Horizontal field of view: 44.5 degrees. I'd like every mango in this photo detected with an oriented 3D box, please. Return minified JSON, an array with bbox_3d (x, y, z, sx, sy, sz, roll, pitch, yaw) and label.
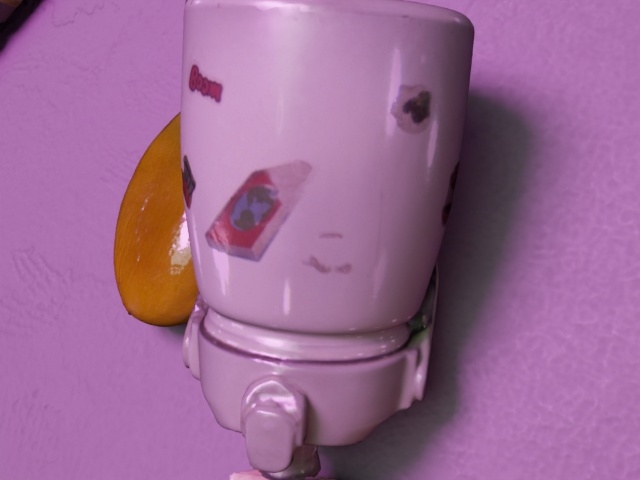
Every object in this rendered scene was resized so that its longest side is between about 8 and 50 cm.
[{"bbox_3d":[-0.126,-0.035,0.749,0.137,0.091,0.238,3,74,21],"label":"mango"}]

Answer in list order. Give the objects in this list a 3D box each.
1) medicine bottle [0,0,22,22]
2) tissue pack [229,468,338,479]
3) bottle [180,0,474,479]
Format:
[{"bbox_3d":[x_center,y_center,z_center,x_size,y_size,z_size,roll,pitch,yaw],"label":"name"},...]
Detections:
[{"bbox_3d":[-0.399,-0.356,0.921,0.322,0.151,0.151,-47,63,8],"label":"medicine bottle"},{"bbox_3d":[0.015,0.267,0.603,0.196,0.092,0.148,5,81,27],"label":"tissue pack"},{"bbox_3d":[0.000,0.000,0.601,0.229,0.229,0.352,9,103,27],"label":"bottle"}]
